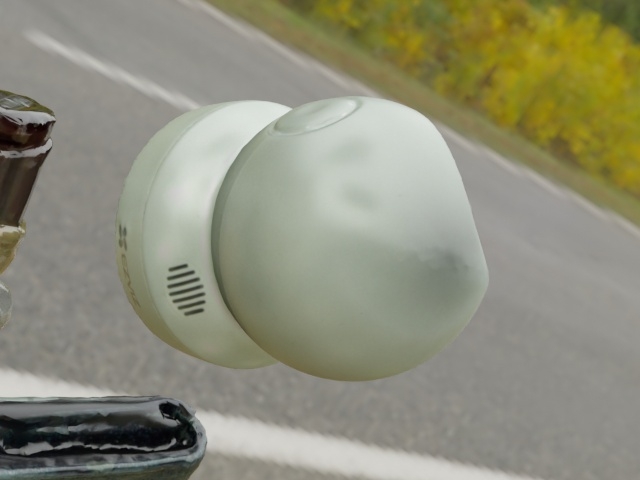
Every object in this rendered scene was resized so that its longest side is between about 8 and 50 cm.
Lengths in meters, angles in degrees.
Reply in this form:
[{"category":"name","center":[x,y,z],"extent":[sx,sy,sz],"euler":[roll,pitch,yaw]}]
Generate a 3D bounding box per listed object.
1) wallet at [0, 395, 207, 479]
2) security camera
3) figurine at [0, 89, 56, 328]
[{"category":"wallet","center":[-0.199,0.194,0.821],"extent":[0.190,0.379,0.046],"euler":[-3,51,-36]},{"category":"security camera","center":[0.000,0.000,1.210],"extent":[0.194,0.195,0.236],"euler":[27,-15,-38]},{"category":"figurine","center":[-0.274,0.081,1.131],"extent":[0.218,0.365,0.206],"euler":[18,24,-5]}]
